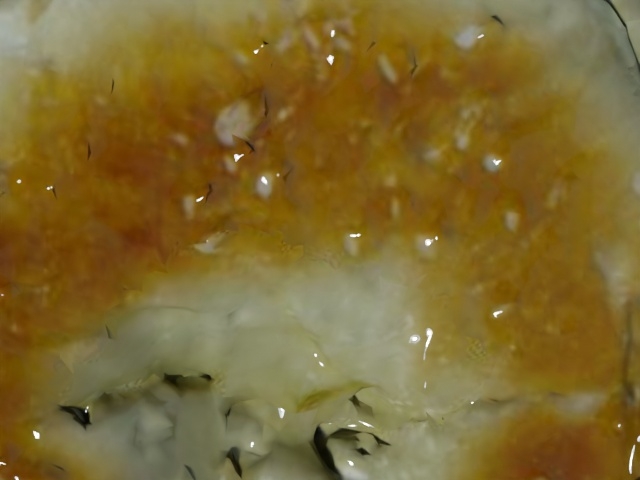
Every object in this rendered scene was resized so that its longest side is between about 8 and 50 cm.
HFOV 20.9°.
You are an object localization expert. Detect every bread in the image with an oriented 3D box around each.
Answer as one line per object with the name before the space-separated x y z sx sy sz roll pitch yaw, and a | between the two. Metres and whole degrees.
bread | -0.022 0.036 0.490 0.159 0.305 0.306 178 96 -72
